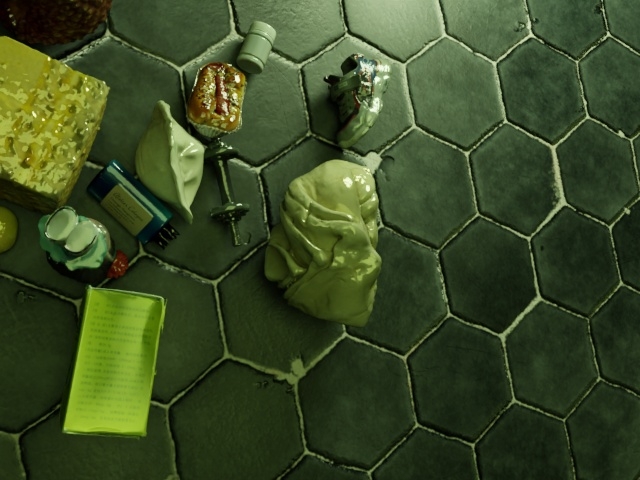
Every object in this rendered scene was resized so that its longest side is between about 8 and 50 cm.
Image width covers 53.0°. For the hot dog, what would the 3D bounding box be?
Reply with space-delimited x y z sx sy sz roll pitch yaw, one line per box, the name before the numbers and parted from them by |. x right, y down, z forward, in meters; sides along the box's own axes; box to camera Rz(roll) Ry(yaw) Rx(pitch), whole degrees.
hot dog | -0.201 -0.278 1.251 0.108 0.059 0.191 12 51 -13

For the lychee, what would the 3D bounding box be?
lychee | -0.466 -0.481 1.118 0.271 0.271 0.271 3 82 -20

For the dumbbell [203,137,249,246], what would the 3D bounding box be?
dumbbell | -0.187 -0.113 1.256 0.082 0.081 0.254 -11 87 -21

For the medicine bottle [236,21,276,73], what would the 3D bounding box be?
medicine bottle | -0.132 -0.397 1.323 0.058 0.058 0.091 23 76 -16

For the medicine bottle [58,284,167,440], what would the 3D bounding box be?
medicine bottle | -0.363 0.207 1.119 0.141 0.137 0.250 10 81 -19

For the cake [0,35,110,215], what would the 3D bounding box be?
cake | -0.531 -0.194 1.061 0.286 0.227 0.222 23 72 -18

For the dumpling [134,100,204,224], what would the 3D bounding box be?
dumpling | -0.274 -0.148 1.180 0.126 0.166 0.215 13 86 -20

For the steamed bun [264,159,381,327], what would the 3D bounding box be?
steamed bun | 0.000 -0.001 1.226 0.203 0.276 0.289 3 107 -9

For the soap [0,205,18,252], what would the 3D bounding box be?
soap | -0.616 -0.022 1.109 0.169 0.033 0.089 5 79 -20

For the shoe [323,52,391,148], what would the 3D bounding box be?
shoe | 0.065 -0.310 1.361 0.125 0.099 0.227 29 69 -23

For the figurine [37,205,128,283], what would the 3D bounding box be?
figurine | -0.398 0.014 1.076 0.138 0.245 0.110 34 75 -7

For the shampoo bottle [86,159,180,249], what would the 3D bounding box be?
shampoo bottle | -0.343 -0.058 1.195 0.183 0.050 0.087 45 112 -10
